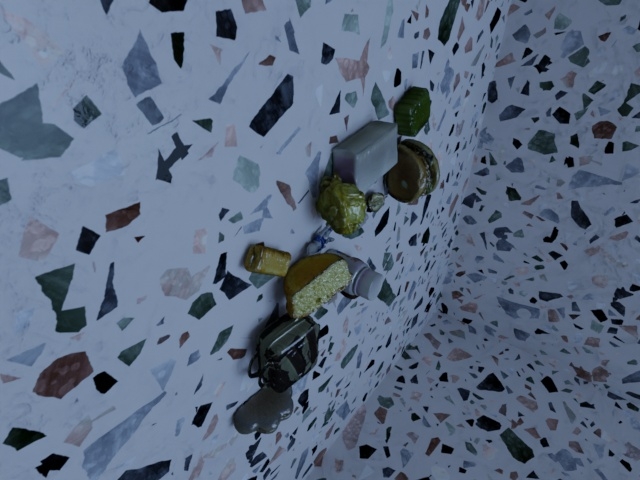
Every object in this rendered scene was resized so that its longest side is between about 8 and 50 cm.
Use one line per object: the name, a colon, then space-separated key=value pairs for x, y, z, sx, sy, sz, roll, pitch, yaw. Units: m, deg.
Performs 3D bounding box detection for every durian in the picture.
durian: x=0.285 y=-0.212 z=2.091 sx=0.140 sy=0.071 sz=0.110 roll=-28 pitch=130 yaw=-27

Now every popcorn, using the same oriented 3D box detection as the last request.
popcorn: x=0.090 y=-0.155 z=1.682 sx=0.192 sy=0.233 sz=0.266 roll=-21 pitch=94 yaw=-18

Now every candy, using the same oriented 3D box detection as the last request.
candy: x=0.208 y=-0.377 z=1.786 sx=0.358 sy=0.145 sz=0.208 roll=-43 pitch=141 yaw=-34

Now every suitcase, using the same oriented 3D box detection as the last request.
suitcase: x=-0.172 y=0.496 z=1.768 sx=0.339 sy=0.194 sz=0.351 roll=-31 pitch=139 yaw=-34

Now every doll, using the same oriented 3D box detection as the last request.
doll: x=0.000 y=0.000 z=1.817 sx=0.227 sy=0.057 sz=0.114 roll=-40 pitch=148 yaw=-50

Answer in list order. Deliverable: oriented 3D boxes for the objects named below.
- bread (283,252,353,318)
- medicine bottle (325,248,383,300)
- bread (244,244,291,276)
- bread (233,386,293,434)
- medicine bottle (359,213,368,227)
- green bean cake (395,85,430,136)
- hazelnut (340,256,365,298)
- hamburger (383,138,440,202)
bread: x=-0.040 y=0.175 z=1.749 sx=0.340 sy=0.179 sz=0.194 roll=-35 pitch=134 yaw=-19
medicine bottle: x=0.143 y=0.165 z=1.919 sx=0.170 sy=0.293 sz=0.170 roll=-34 pitch=136 yaw=-41
bread: x=-0.200 y=0.079 z=1.532 sx=0.211 sy=0.083 sz=0.114 roll=22 pitch=87 yaw=-59
bread: x=-0.239 y=0.794 z=1.887 sx=0.337 sy=0.183 sz=0.102 roll=-31 pitch=143 yaw=-43
medicine bottle: x=0.206 y=-0.103 z=2.062 sx=0.089 sy=0.052 sz=0.052 roll=-44 pitch=143 yaw=-32
green bean cake: x=0.469 y=-0.649 z=2.028 sx=0.214 sy=0.113 sz=0.200 roll=-53 pitch=148 yaw=-20
hazelnut: x=0.174 y=0.200 z=2.100 sx=0.181 sy=0.181 sz=0.212 roll=-8 pitch=117 yaw=-54
hamburger: x=0.477 y=-0.351 z=2.108 sx=0.195 sy=0.277 sz=0.318 roll=-26 pitch=138 yaw=-36
